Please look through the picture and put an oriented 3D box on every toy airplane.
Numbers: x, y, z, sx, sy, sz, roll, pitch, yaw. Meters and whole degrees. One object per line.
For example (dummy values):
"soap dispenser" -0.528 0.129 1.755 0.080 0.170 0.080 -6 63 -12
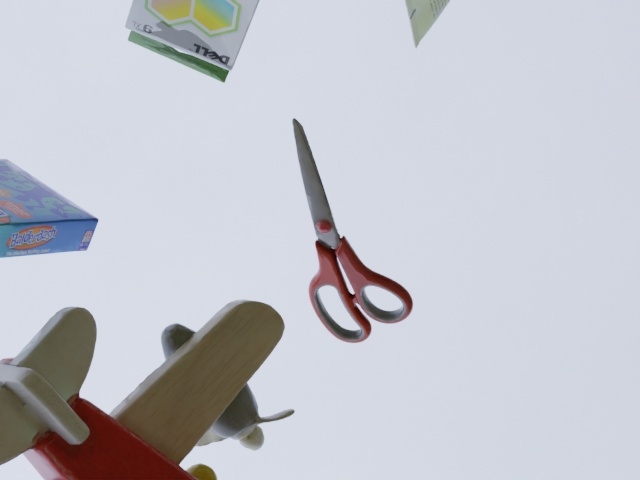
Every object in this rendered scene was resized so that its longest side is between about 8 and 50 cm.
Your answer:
"toy airplane" -0.198 0.251 1.297 0.386 0.272 0.384 -2 -106 -21

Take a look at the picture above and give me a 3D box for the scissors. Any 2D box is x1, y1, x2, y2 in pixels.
"scissors" 0.000 0.000 1.430 0.297 0.109 0.021 56 -151 -33

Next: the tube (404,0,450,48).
"tube" 0.128 -0.282 1.136 0.070 0.062 0.240 36 -106 -28

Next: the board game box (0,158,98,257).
"board game box" -0.376 -0.038 1.516 0.160 0.047 0.210 31 -162 23

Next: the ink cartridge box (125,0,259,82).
"ink cartridge box" -0.112 -0.228 1.248 0.109 0.209 0.062 22 -138 -7
